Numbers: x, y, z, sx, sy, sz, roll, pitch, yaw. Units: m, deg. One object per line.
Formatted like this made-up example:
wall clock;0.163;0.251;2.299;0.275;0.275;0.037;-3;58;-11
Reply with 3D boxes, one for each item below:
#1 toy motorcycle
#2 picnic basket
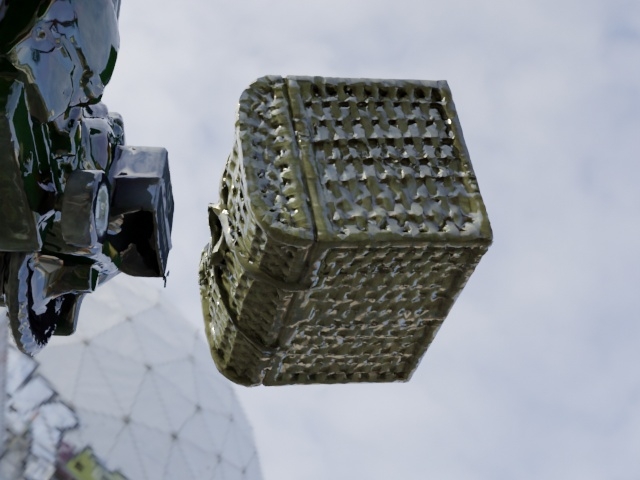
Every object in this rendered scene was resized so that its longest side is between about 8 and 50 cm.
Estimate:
toy motorcycle;-0.118;-0.080;0.492;0.125;0.187;0.274;5;-41;1
picnic basket;0.000;0.000;0.792;0.154;0.134;0.196;-2;-32;-16
